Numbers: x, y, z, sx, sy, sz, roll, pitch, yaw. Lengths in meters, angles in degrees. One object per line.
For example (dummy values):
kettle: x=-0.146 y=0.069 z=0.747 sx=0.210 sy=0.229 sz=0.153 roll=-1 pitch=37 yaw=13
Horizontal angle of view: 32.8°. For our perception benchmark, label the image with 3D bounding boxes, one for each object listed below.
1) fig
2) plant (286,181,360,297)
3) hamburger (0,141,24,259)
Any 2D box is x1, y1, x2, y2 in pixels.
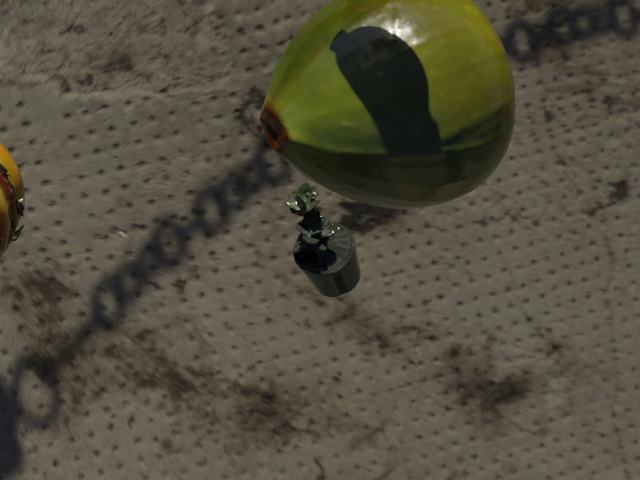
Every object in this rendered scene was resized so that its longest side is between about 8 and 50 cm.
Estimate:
fig: x=0.074 y=-0.173 z=1.363 sx=0.316 sy=0.316 sz=0.316 roll=-1 pitch=92 yaw=-19
plant: x=0.000 y=0.000 z=0.828 sx=0.051 sy=0.051 sz=0.102 roll=-41 pitch=141 yaw=-13
hamburger: x=-0.521 y=-0.062 z=1.487 sx=0.246 sy=0.170 sz=0.246 roll=3 pitch=130 yaw=4
